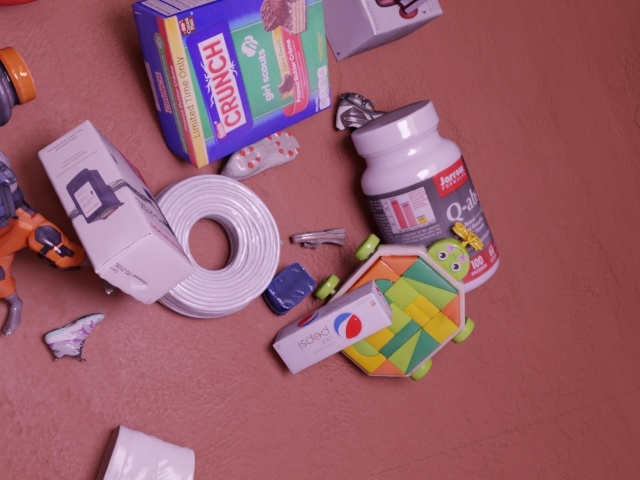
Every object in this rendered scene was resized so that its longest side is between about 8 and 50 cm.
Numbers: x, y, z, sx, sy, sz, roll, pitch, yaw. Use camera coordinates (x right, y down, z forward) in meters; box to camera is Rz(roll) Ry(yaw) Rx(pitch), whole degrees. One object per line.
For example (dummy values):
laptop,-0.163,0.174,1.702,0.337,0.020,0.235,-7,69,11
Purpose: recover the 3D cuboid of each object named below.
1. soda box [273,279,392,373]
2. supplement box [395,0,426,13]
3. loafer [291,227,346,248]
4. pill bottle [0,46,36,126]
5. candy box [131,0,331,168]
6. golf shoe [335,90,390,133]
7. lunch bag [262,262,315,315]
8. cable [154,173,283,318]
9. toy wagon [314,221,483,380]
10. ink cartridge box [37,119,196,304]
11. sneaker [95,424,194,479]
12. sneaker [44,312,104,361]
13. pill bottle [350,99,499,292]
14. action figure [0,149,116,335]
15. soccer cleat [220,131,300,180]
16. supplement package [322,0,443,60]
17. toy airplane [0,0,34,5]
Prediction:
soda box,0.024,0.161,1.248,0.216,0.069,0.074,-29,102,16
supplement box,0.137,-0.561,1.278,0.239,0.130,0.073,40,64,-20
loafer,0.000,0.000,1.347,0.125,0.045,0.039,-9,94,-33
pill bottle,-0.560,-0.210,1.007,0.245,0.130,0.130,-31,98,-29
candy box,-0.142,-0.320,1.200,0.317,0.122,0.268,-29,132,-28
golf shoe,0.115,-0.239,1.437,0.198,0.077,0.094,21,90,-24
lunch bag,-0.060,0.092,1.287,0.098,0.065,0.067,-38,86,-27
cable,-0.198,0.011,1.204,0.257,0.089,0.257,48,64,-16
toy wagon,0.165,0.107,1.280,0.267,0.344,0.068,41,23,-5
ink cartridge box,-0.309,-0.038,1.036,0.100,0.172,0.237,-34,65,-2
sneaker,-0.293,0.463,1.077,0.169,0.108,0.293,23,71,-22
sneaker,-0.393,0.164,1.105,0.098,0.038,0.069,-24,97,-20
pill bottle,0.205,-0.079,1.353,0.210,0.210,0.363,-33,107,-29
action figure,-0.505,-0.019,0.984,0.179,0.341,0.330,-78,148,-52
soccer cleat,-0.115,-0.163,1.294,0.196,0.076,0.068,-31,92,-49
supplement package,0.110,-0.517,1.419,0.203,0.149,0.194,-28,97,-30
toy airplane,-0.605,-0.423,0.917,0.384,0.272,0.386,41,34,-17
